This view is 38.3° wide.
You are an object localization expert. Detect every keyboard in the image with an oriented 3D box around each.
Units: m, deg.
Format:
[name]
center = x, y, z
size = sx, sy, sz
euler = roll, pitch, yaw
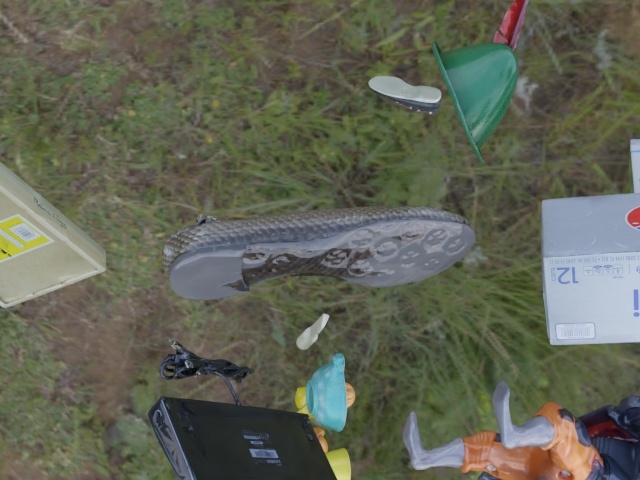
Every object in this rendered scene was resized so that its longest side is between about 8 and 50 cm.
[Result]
[keyboard]
center = -0.089, 0.212, 1.041
size = 0.033, 0.201, 0.317
euler = -35, 153, 15

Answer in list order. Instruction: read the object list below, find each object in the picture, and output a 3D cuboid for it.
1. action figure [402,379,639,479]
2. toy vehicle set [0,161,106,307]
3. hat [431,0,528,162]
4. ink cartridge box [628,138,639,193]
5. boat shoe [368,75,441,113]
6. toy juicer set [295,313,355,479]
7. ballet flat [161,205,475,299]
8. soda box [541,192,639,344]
[action figure]
center = 0.254, 0.286, 1.045
size = 0.330, 0.341, 0.178
euler = 25, 48, -16
[toy vehicle set]
center = -0.414, -0.006, 1.170
size = 0.267, 0.166, 0.035
euler = 54, 20, -55
[hat]
center = 0.263, -0.234, 1.249
size = 0.183, 0.173, 0.208
euler = -22, 110, 13
[ink cartridge box]
center = 0.526, -0.064, 1.387
size = 0.062, 0.109, 0.209
euler = 75, 21, -45
[boat shoe]
center = 0.146, -0.254, 1.613
size = 0.042, 0.133, 0.049
euler = 88, 24, -52
[toy juicer set]
center = 0.012, 0.293, 1.788
size = 0.089, 0.209, 0.329
euler = -2, 93, -15
[ballet flat]
center = 0.000, 0.000, 0.726
size = 0.250, 0.058, 0.084
euler = -6, 136, -12
[soda box]
center = 0.325, 0.017, 0.739
size = 0.098, 0.286, 0.091
euler = -71, 153, -57
